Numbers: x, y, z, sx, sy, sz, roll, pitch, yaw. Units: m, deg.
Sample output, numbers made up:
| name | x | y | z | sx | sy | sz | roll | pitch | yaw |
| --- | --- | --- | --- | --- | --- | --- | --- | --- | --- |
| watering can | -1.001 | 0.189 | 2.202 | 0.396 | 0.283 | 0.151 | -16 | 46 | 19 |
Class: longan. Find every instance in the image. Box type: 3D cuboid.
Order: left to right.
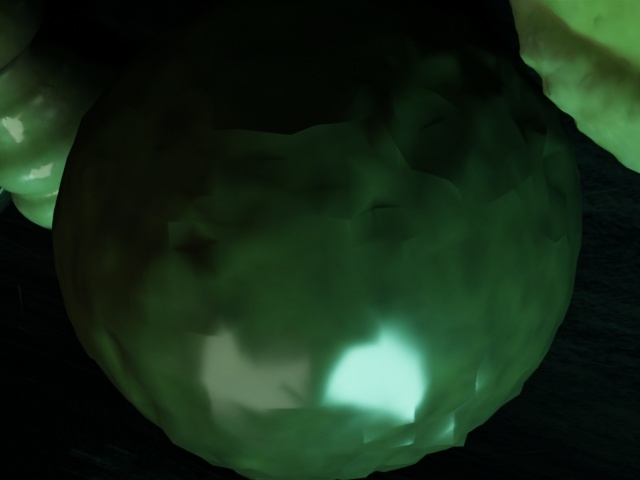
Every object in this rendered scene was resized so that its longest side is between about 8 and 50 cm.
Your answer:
| name | x | y | z | sx | sy | sz | roll | pitch | yaw |
| --- | --- | --- | --- | --- | --- | --- | --- | --- | --- |
| longan | 0.000 | 0.000 | 0.652 | 0.391 | 0.391 | 0.391 | 19 | 156 | 9 |

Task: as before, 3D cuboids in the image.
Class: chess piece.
| name | x | y | z | sx | sy | sz | roll | pitch | yaw |
| --- | --- | --- | --- | --- | --- | --- | --- | --- | --- |
| chess piece | -0.315 | -0.180 | 0.838 | 0.182 | 0.182 | 0.330 | 5 | 145 | 35 |

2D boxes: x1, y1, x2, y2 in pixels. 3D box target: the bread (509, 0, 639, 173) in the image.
| name | x | y | z | sx | sy | sz | roll | pitch | yaw |
| --- | --- | --- | --- | --- | --- | --- | --- | --- | --- |
| bread | 0.230 | -0.154 | 0.328 | 0.320 | 0.237 | 0.320 | 18 | 141 | 16 |

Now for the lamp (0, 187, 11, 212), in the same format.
| name | x | y | z | sx | sy | sz | roll | pitch | yaw |
| --- | --- | --- | --- | --- | --- | --- | --- | --- | --- |
| lamp | -0.444 | -0.162 | 1.059 | 0.283 | 0.124 | 0.203 | 34 | 141 | -25 |
